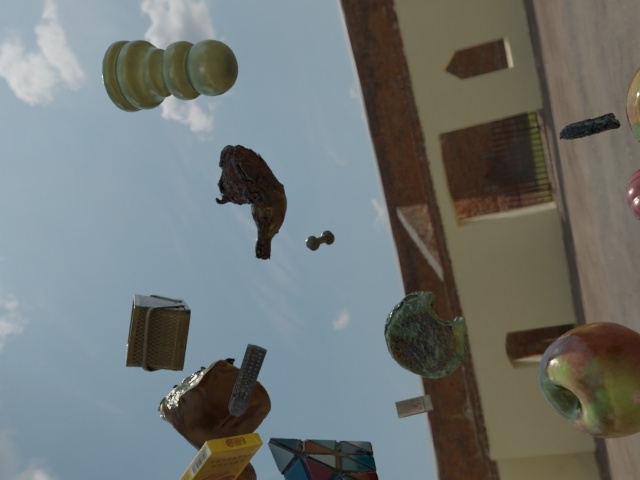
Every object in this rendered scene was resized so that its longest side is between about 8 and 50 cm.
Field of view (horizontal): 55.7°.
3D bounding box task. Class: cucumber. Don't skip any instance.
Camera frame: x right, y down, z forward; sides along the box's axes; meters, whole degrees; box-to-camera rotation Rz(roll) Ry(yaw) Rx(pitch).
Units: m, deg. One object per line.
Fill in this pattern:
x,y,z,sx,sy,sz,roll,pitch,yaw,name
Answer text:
0.793,-0.333,1.791,0.053,0.181,0.053,13,-109,-44,cucumber

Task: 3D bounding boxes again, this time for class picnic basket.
-0.432,0.238,1.598,0.266,0.139,0.165,-172,90,-72,picnic basket

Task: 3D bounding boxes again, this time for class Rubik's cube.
0.078,0.504,1.355,0.234,0.250,0.285,-20,-97,-54,Rubik's cube

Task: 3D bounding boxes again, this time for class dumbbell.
0.000,0.000,2.017,0.052,0.046,0.118,42,-149,18,dumbbell

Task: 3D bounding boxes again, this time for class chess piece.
-0.279,-0.331,1.180,0.144,0.251,0.145,0,-90,-68,chess piece

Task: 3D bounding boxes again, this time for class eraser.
0.218,0.387,1.413,0.019,0.083,0.038,53,-158,-59,eraser

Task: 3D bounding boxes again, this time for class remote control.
-0.156,0.293,1.269,0.027,0.043,0.153,-12,-58,-85,remote control

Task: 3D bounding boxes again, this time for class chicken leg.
-0.181,-0.105,1.632,0.323,0.177,0.083,55,-164,-13,chicken leg

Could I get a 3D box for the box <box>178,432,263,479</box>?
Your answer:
-0.264,0.567,1.462,0.152,0.269,0.043,9,-144,-43,box

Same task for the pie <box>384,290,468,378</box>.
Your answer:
0.339,0.313,1.962,0.067,0.302,0.303,-30,-70,-52,pie

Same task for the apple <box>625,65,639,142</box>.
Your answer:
0.755,-0.282,1.242,0.226,0.246,0.246,-24,-76,-48,apple

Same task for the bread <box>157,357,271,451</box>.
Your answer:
-0.307,0.485,1.779,0.250,0.279,0.225,47,171,-15,bread

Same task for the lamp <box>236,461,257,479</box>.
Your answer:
-0.248,0.690,1.738,0.136,0.136,0.137,-11,-90,-73,lamp

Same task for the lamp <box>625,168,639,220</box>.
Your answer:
0.814,-0.103,1.421,0.140,0.181,0.182,122,158,-47,lamp

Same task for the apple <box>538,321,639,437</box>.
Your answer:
0.785,0.375,1.672,0.319,0.277,0.319,50,160,26,apple
